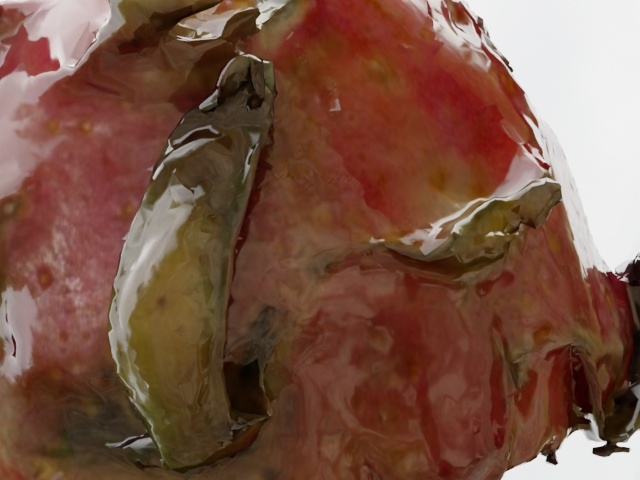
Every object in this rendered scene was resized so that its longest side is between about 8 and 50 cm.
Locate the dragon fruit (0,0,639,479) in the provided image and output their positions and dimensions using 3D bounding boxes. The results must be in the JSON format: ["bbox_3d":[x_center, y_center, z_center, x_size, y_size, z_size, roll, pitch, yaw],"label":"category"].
[{"bbox_3d":[-0.040,-0.008,0.458,0.282,0.211,0.147,-1,-82,6],"label":"dragon fruit"}]
